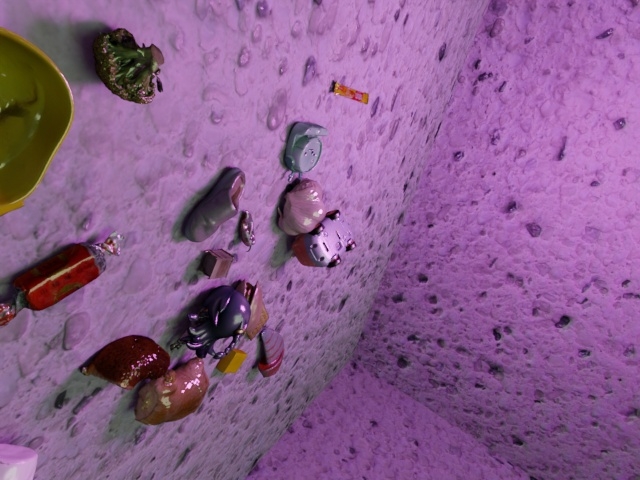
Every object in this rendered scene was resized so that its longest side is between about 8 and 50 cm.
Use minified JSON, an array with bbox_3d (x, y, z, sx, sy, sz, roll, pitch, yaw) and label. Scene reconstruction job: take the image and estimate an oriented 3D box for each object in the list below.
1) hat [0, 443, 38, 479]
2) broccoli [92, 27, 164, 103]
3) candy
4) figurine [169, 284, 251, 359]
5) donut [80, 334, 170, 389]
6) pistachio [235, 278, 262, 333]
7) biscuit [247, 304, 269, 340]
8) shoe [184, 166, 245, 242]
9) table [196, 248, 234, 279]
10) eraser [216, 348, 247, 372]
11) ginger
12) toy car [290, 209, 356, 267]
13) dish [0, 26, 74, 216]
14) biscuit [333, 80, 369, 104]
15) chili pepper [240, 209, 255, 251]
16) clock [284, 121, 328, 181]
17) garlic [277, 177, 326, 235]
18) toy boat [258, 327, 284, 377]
[{"bbox_3d":[-0.701,0.521,0.883,0.203,0.203,0.126,50,55,-66],"label":"hat"},{"bbox_3d":[-0.339,-0.311,0.731,0.130,0.120,0.131,-63,135,-58],"label":"broccoli"},{"bbox_3d":[-0.532,0.073,0.840,0.292,0.059,0.086,-42,147,-40],"label":"candy"},{"bbox_3d":[-0.347,0.278,1.347,0.264,0.197,0.175,-63,-166,-5],"label":"figurine"},{"bbox_3d":[-0.513,0.332,1.109,0.144,0.126,0.186,-62,159,-18],"label":"donut"},{"bbox_3d":[-0.280,0.248,1.505,0.152,0.126,0.223,-100,-155,-70],"label":"pistachio"},{"bbox_3d":[-0.280,0.327,1.726,0.139,0.016,0.231,-50,155,-26],"label":"biscuit"},{"bbox_3d":[-0.274,-0.091,1.149,0.251,0.100,0.103,-59,158,-13],"label":"shoe"},{"bbox_3d":[-0.327,0.072,1.269,0.083,0.062,0.079,-3,119,-64],"label":"table"},{"bbox_3d":[-0.368,0.502,1.705,0.097,0.045,0.122,-58,159,-8],"label":"eraser"},{"bbox_3d":[-0.481,0.490,1.346,0.275,0.130,0.221,-46,145,-45],"label":"ginger"},{"bbox_3d":[0.000,0.000,1.711,0.270,0.213,0.180,-43,112,-42],"label":"toy car"},{"bbox_3d":[-0.494,-0.174,0.570,0.262,0.108,0.221,-66,157,6],"label":"dish"},{"bbox_3d":[0.117,-0.554,1.544,0.292,0.026,0.048,-19,114,-59],"label":"biscuit"},{"bbox_3d":[-0.243,-0.034,1.357,0.050,0.041,0.153,-63,152,-58],"label":"chili pepper"},{"bbox_3d":[-0.055,-0.301,1.417,0.159,0.066,0.210,-23,137,-56],"label":"clock"},{"bbox_3d":[-0.060,-0.109,1.537,0.229,0.143,0.178,-60,161,18],"label":"garlic"},{"bbox_3d":[-0.241,0.509,1.964,0.206,0.096,0.282,-48,142,-44],"label":"toy boat"}]
